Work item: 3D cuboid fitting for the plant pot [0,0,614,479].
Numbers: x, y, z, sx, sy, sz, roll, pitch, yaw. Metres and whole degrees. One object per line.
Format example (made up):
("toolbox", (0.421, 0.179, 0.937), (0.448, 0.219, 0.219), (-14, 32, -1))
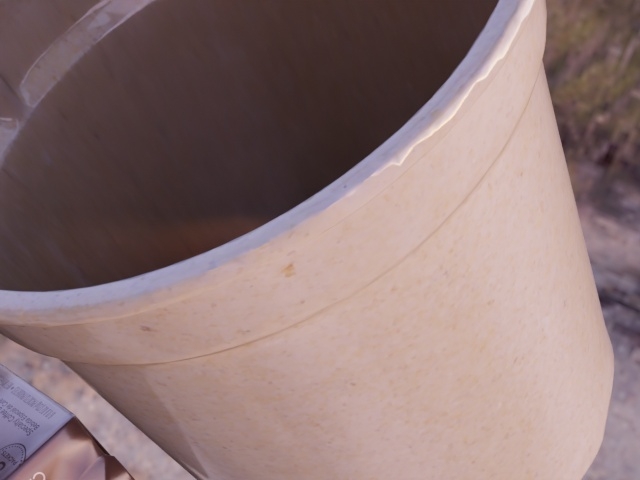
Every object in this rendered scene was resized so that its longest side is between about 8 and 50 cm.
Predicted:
("plant pot", (0.000, 0.000, 0.820), (0.334, 0.334, 0.305), (45, -11, 49))

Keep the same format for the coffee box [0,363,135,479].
("coffee box", (-0.207, 0.143, 0.934), (0.098, 0.141, 0.246), (55, -18, -27))
